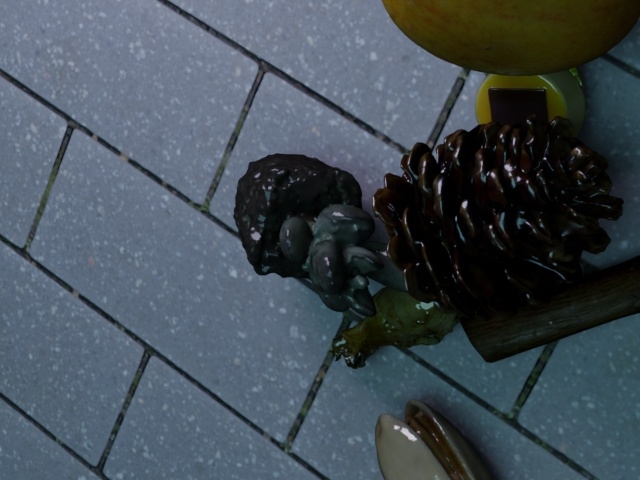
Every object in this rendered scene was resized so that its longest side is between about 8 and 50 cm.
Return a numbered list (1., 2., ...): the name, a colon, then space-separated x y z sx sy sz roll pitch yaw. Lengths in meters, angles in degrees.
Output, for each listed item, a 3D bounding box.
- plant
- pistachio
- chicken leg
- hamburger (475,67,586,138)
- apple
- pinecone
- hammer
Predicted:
1. plant: -0.002 0.000 1.718 0.274 0.146 0.149 42 138 52
2. pistachio: 0.142 0.301 1.758 0.223 0.126 0.152 63 157 7
3. chicken leg: 0.097 0.100 1.770 0.227 0.103 0.088 -44 69 49
4. hamburger: 0.238 -0.161 1.643 0.126 0.081 0.141 -14 104 35
5. apple: 0.207 -0.317 1.517 0.275 0.299 0.299 11 106 5
6. pinecone: 0.191 -0.022 1.557 0.272 0.224 0.224 -17 90 38
7. hammer: 0.331 0.062 1.624 0.408 0.095 0.243 -23 87 34
